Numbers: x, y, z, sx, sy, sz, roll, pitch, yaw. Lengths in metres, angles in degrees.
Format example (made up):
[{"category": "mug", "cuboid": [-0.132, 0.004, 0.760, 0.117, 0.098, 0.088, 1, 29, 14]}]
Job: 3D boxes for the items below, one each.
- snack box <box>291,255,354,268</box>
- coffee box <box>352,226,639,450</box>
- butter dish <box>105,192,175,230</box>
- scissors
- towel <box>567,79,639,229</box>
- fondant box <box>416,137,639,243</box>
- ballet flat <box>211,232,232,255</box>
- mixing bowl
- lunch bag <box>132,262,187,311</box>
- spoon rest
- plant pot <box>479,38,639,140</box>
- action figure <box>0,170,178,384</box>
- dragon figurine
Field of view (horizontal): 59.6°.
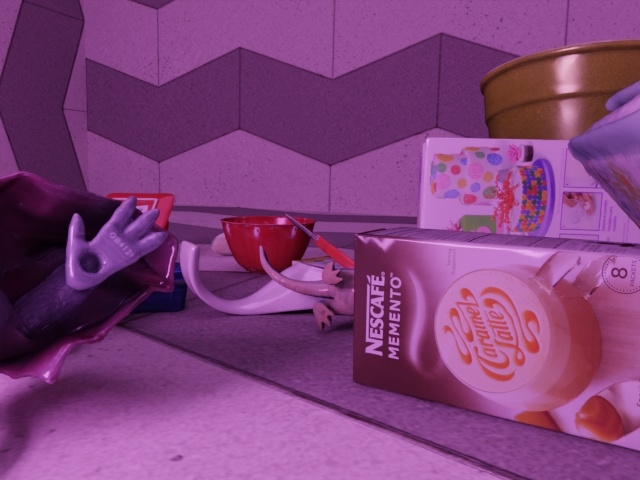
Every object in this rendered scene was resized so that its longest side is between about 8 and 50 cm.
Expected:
[{"category": "snack box", "cuboid": [0.034, 0.055, 0.957, 0.141, 0.037, 0.100, 8, 11, 42]}, {"category": "coffee box", "cuboid": [0.156, 0.067, 0.465, 0.246, 0.141, 0.098, 4, 8, 32]}, {"category": "butter dish", "cuboid": [-0.378, -0.011, 1.147, 0.160, 0.118, 0.160, 1, 49, 8]}, {"category": "scissors", "cuboid": [0.000, 0.000, 0.865, 0.297, 0.021, 0.109, 40, 2, 43]}, {"category": "towel", "cuboid": [0.341, 0.006, 0.419, 0.090, 0.320, 0.374, -42, -6, 17]}, {"category": "fondant box", "cuboid": [0.303, -0.020, 0.788, 0.330, 0.238, 0.096, 2, 8, 4]}, {"category": "ballet flat", "cuboid": [-0.165, 0.006, 1.257, 0.052, 0.057, 0.168, 21, 18, 41]}, {"category": "mixing bowl", "cuboid": [-0.099, 0.008, 1.064, 0.181, 0.098, 0.181, 1, 6, 0]}, {"category": "lunch bag", "cuboid": [-0.232, 0.058, 0.762, 0.098, 0.065, 0.067, 0, 7, -15]}, {"category": "spoon rest", "cuboid": [-0.061, 0.065, 0.774, 0.276, 0.084, 0.137, 13, 2, -28]}, {"category": "plant pot", "cuboid": [0.458, -0.104, 0.960, 0.366, 0.353, 0.366, 2, -1, 0]}, {"category": "action figure", "cuboid": [-0.286, 0.064, 0.494, 0.248, 0.275, 0.370, 32, -32, -33]}, {"category": "dragon figurine", "cuboid": [0.066, 0.063, 0.691, 0.289, 0.085, 0.144, 9, 9, 31]}]
